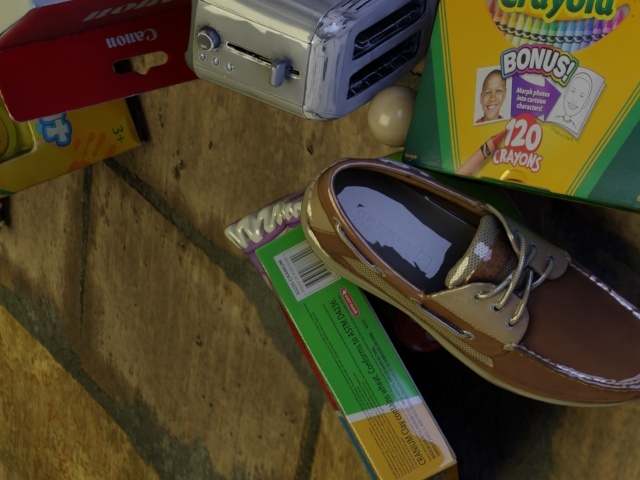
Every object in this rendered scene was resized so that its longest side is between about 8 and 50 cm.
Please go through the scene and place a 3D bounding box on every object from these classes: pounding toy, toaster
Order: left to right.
[{"bbox_3d":[0.001,-0.196,1.721,0.146,0.227,0.129,29,130,24],"label":"toaster"},{"bbox_3d":[0.085,0.004,1.702,0.183,0.110,0.237,25,128,16],"label":"pounding toy"}]

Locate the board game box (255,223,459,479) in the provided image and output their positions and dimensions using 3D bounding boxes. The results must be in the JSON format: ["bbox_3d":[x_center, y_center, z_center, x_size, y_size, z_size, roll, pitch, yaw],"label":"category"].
[{"bbox_3d":[0.042,0.135,1.783,0.242,0.064,0.316,61,177,17],"label":"board game box"}]

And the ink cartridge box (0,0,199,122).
[{"bbox_3d":[-0.176,-0.279,1.825,0.130,0.309,0.272,-27,83,56],"label":"ink cartridge box"}]

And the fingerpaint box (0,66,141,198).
[{"bbox_3d":[-0.447,-0.244,2.132,0.163,0.371,0.444,-2,108,61],"label":"fingerpaint box"}]

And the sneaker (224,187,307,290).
[{"bbox_3d":[0.000,0.000,1.906,0.236,0.095,0.104,-21,94,61],"label":"sneaker"}]

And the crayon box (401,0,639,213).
[{"bbox_3d":[0.194,-0.114,1.519,0.278,0.081,0.165,14,90,52],"label":"crayon box"}]

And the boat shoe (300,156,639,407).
[{"bbox_3d":[0.129,0.033,1.588,0.324,0.123,0.116,26,167,4],"label":"boat shoe"}]

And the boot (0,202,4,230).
[{"bbox_3d":[-0.419,-0.080,2.458,0.262,0.095,0.203,29,127,48],"label":"boot"}]
